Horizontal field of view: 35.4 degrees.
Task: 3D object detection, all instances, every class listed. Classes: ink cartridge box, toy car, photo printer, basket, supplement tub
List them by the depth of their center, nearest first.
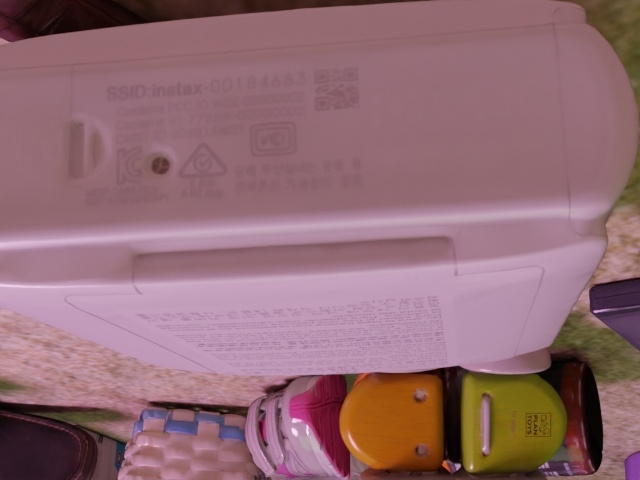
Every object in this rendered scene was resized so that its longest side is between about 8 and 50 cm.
[{"bbox_3d":[0.000,0.000,0.485,0.256,0.107,0.307,-4,166,8],"label":"photo printer"},{"bbox_3d":[0.109,0.142,0.836,0.182,0.159,0.136,-1,-177,5],"label":"toy car"},{"bbox_3d":[0.158,0.170,0.942,0.198,0.106,0.106,-7,157,23],"label":"supplement tub"},{"bbox_3d":[-0.156,0.350,1.167,0.201,0.288,0.254,10,161,-5],"label":"basket"},{"bbox_3d":[-0.327,0.306,1.326,0.060,0.104,0.180,-4,157,18],"label":"ink cartridge box"}]

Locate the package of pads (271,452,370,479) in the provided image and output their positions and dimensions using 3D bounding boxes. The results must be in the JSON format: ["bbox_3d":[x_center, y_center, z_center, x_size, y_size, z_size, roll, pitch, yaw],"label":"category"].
[{"bbox_3d":[0.101,0.371,1.460,0.297,0.101,0.229,14,154,-28],"label":"package of pads"}]

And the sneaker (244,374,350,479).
[{"bbox_3d":[-0.027,0.202,1.039,0.111,0.102,0.252,-1,158,3],"label":"sneaker"}]

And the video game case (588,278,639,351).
[{"bbox_3d":[0.351,0.070,0.781,0.196,0.026,0.274,-12,155,31],"label":"video game case"}]

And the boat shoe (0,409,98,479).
[{"bbox_3d":[-0.441,0.249,1.155,0.356,0.132,0.130,0,157,3],"label":"boat shoe"}]

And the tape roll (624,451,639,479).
[{"bbox_3d":[0.557,0.339,1.356,0.275,0.090,0.274,1,158,0],"label":"tape roll"}]

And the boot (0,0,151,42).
[{"bbox_3d":[-0.130,-0.083,0.423,0.107,0.037,0.114,-13,158,30],"label":"boot"}]
